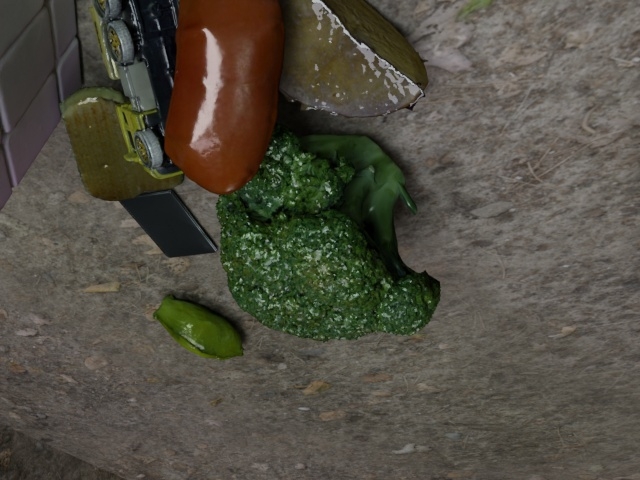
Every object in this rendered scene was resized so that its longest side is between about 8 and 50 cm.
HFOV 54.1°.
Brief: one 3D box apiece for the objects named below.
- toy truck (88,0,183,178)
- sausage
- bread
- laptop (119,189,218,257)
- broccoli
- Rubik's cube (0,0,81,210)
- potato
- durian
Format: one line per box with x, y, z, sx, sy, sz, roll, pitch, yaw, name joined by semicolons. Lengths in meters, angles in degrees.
-0.222;-0.228;0.811;0.157;0.124;0.272;26;132;51;toy truck
-0.108;-0.179;0.721;0.133;0.133;0.258;11;108;2;sausage
-0.292;-0.151;0.995;0.207;0.056;0.286;-4;156;-17;bread
-0.295;-0.029;1.223;0.129;0.016;0.180;-7;139;23;laptop
-0.002;0.000;0.955;0.413;0.310;0.321;42;137;-6;broccoli
-0.510;-0.253;0.761;0.322;0.319;0.316;18;143;-5;Rubik's cube
0.013;-0.236;0.789;0.243;0.098;0.138;40;129;-7;potato
-0.268;0.211;1.456;0.250;0.101;0.139;31;174;-22;durian
